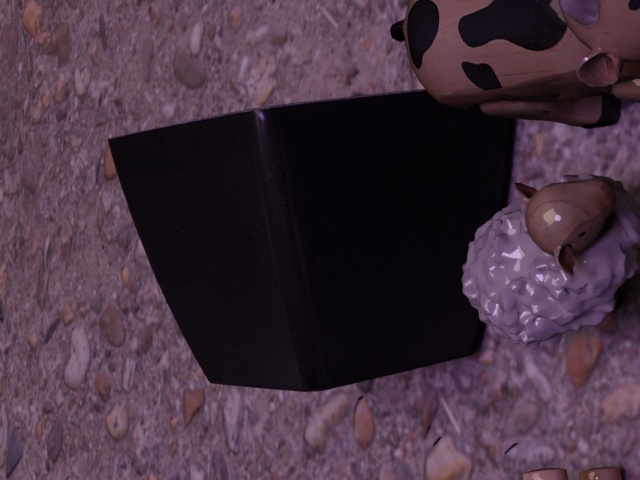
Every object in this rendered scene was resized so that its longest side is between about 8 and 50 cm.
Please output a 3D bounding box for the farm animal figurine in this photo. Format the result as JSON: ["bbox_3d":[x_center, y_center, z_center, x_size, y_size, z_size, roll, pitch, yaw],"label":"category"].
[{"bbox_3d":[0.150,-0.139,0.720,0.327,0.172,0.330,-27,64,51],"label":"farm animal figurine"}]

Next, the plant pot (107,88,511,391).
[{"bbox_3d":[0.000,0.000,0.929,0.188,0.187,0.167,-2,96,55],"label":"plant pot"}]

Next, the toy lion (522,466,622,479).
[{"bbox_3d":[0.110,0.146,0.813,0.096,0.100,0.034,-16,73,34],"label":"toy lion"}]
